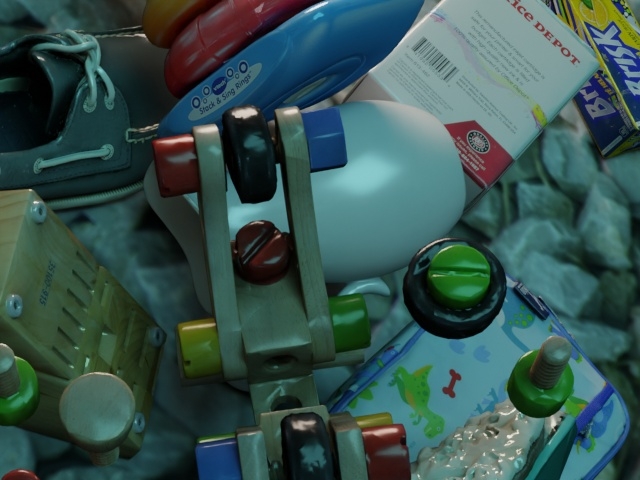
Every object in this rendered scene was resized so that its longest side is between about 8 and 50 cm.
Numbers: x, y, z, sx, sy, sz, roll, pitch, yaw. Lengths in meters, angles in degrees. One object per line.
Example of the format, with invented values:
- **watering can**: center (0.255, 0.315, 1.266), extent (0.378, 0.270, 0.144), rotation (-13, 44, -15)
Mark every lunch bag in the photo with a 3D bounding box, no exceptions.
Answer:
- **lunch bag**: center (0.104, 0.139, 1.224), extent (0.219, 0.090, 0.176), rotation (-39, 88, -33)

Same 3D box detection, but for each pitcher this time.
- **pitcher**: center (0.000, 0.000, 1.237), extent (0.207, 0.125, 0.178), rotation (-17, 94, -20)

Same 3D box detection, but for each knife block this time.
- **knife block**: center (-0.261, 0.045, 1.117), extent (0.276, 0.242, 0.088), rotation (53, 40, -51)

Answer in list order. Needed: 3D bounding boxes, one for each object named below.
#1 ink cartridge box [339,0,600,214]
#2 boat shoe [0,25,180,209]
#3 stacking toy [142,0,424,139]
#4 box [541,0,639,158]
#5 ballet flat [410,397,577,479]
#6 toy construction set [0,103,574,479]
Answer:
- **ink cartridge box**: center (0.116, -0.118, 1.364), extent (0.127, 0.072, 0.175), rotation (44, 56, 1)
- **boat shoe**: center (-0.179, -0.088, 1.196), extent (0.319, 0.099, 0.116), rotation (-23, 74, -33)
- **stacking toy**: center (-0.083, -0.229, 1.192), extent (0.166, 0.175, 0.302), rotation (-23, 83, -54)
- **box**: center (0.231, -0.156, 1.447), extent (0.059, 0.054, 0.169), rotation (-16, 73, -31)
- **ballet flat**: center (0.020, 0.244, 1.039), extent (0.147, 0.147, 0.409), rotation (33, 66, -7)
- **toy construction set**: center (-0.056, 0.095, 1.051), extent (0.309, 0.237, 0.257), rotation (-31, 70, -18)
